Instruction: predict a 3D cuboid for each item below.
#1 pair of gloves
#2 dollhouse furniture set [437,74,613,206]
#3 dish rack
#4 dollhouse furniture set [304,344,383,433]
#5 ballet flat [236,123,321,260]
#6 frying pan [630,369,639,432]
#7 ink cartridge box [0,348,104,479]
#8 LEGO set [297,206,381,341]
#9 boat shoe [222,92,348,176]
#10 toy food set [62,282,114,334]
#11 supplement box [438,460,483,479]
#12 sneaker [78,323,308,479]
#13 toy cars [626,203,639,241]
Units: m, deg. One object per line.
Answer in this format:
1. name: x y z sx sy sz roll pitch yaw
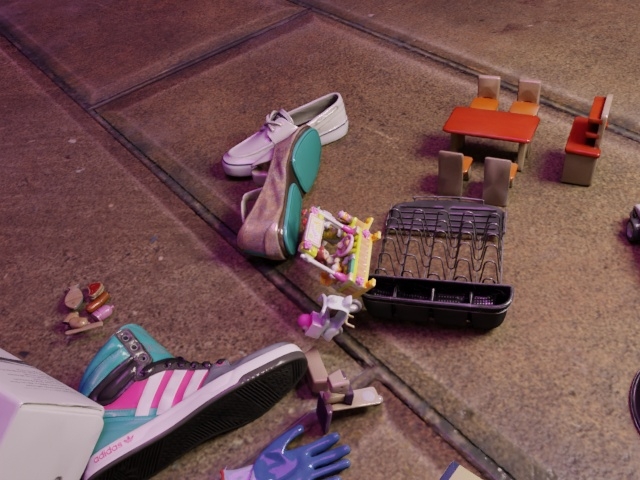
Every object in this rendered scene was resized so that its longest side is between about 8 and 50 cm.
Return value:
1. pair of gloves: -0.029 0.300 0.691 0.160 0.023 0.198 -14 44 -6
2. dollhouse furniture set: 0.344 -0.190 1.059 0.259 0.135 0.262 13 47 23
3. dish rack: 0.178 0.012 0.921 0.209 0.074 0.271 5 44 15
4. dollhouse furniture set: 0.031 0.165 0.790 0.081 0.090 0.114 -6 37 -18
5. ballet flat: -0.076 -0.094 1.066 0.106 0.107 0.315 -4 41 17
6. frying pan: 0.523 0.174 0.705 0.327 0.053 0.197 -17 44 -3
7. ink cartridge box: -0.431 0.231 0.699 0.308 0.129 0.223 17 80 27
8. LEGO set: 0.000 0.000 0.876 0.107 0.132 0.287 29 25 -22
9. boat shoe: -0.069 -0.207 1.190 0.268 0.088 0.096 -22 41 -12
10. toy food set: -0.359 0.106 0.967 0.078 0.019 0.122 -14 35 -5
11. supplement box: 0.149 0.292 0.638 0.083 0.056 0.083 27 54 33
12. sneaker: -0.180 0.170 0.793 0.296 0.123 0.178 -26 54 -15
13. toy cars: 0.576 -0.063 0.914 0.177 0.087 0.394 29 55 35
